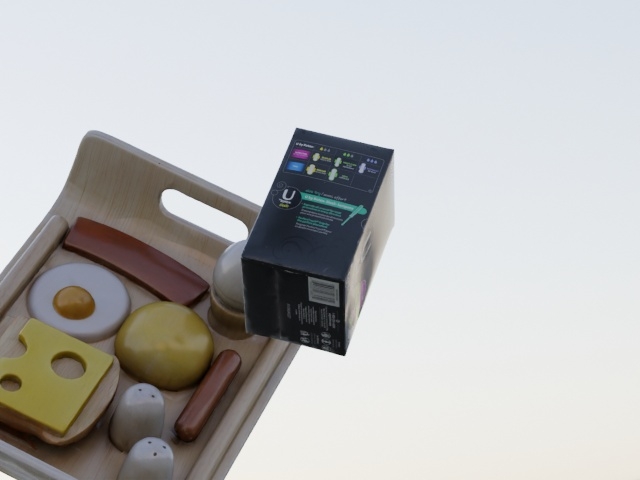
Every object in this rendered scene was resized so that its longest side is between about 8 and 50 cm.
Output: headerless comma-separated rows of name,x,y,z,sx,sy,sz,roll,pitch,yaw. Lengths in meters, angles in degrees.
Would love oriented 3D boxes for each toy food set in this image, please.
toy food set,-0.136,0.061,1.353,0.219,0.306,0.092,25,-47,6

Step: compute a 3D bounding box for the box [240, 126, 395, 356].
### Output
box,0.000,0.000,0.912,0.052,0.083,0.062,13,-37,11
